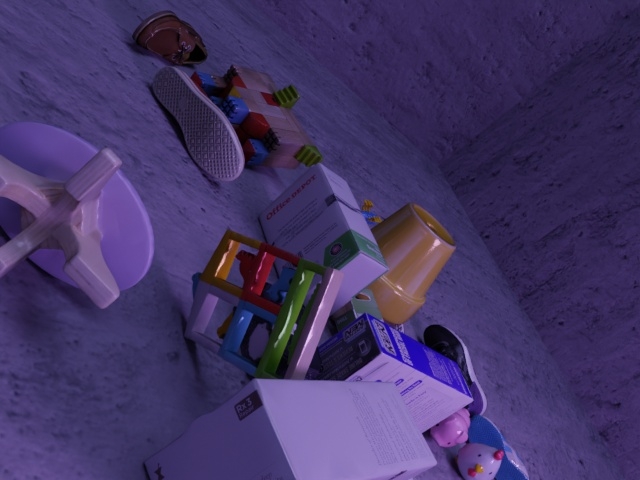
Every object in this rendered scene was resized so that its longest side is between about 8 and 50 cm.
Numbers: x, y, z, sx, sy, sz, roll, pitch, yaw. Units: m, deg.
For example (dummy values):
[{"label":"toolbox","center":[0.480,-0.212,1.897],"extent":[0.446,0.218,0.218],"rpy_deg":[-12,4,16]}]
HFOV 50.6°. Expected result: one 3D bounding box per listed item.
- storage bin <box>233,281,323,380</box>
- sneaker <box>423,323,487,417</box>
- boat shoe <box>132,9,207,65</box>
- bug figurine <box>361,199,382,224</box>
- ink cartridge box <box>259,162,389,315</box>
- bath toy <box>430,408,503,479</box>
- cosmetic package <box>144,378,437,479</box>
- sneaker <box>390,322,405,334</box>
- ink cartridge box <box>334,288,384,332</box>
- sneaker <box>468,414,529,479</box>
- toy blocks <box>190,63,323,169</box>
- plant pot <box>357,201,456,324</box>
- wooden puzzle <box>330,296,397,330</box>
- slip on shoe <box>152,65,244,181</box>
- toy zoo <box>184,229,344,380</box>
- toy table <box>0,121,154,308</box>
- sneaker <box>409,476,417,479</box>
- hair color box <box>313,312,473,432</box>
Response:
[{"label":"storage bin","center":[-0.079,0.180,1.249],"extent":[0.122,0.084,0.180],"rpy_deg":[32,26,-41]},{"label":"sneaker","center":[0.347,0.344,1.839],"extent":[0.124,0.107,0.283],"rpy_deg":[17,38,-47]},{"label":"boat shoe","center":[-0.380,-0.526,1.790],"extent":[0.104,0.110,0.307],"rpy_deg":[49,20,-1]},{"label":"bug figurine","center":[0.151,-0.002,2.058],"extent":[0.216,0.072,0.279],"rpy_deg":[13,46,-49]},{"label":"ink cartridge box","center":[0.000,0.000,1.537],"extent":[0.121,0.211,0.289],"rpy_deg":[29,30,-44]},{"label":"bath toy","center":[0.295,0.413,1.573],"extent":[0.151,0.129,0.348],"rpy_deg":[-32,80,-35]},{"label":"cosmetic package","center":[-0.024,0.312,0.957],"extent":[0.385,0.217,0.156],"rpy_deg":[15,40,-55]},{"label":"sneaker","center":[0.194,0.212,1.800],"extent":[0.076,0.065,0.166],"rpy_deg":[37,26,-44]},{"label":"ink cartridge box","center":[0.100,0.213,1.537],"extent":[0.109,0.062,0.209],"rpy_deg":[10,53,-50]},{"label":"sneaker","center":[0.454,0.546,1.752],"extent":[0.229,0.087,0.092],"rpy_deg":[57,13,-4]},{"label":"toy blocks","center":[-0.193,-0.336,1.814],"extent":[0.261,0.191,0.381],"rpy_deg":[-1,53,-51]},{"label":"plant pot","center":[0.205,0.042,1.716],"extent":[0.254,0.239,0.254],"rpy_deg":[39,19,-16]},{"label":"wooden puzzle","center":[0.082,0.150,1.708],"extent":[0.238,0.044,0.221],"rpy_deg":[26,32,-40]},{"label":"slip on shoe","center":[-0.272,-0.273,1.586],"extent":[0.331,0.123,0.101],"rpy_deg":[53,16,20]},{"label":"toy zoo","center":[-0.110,0.096,1.055],"extent":[0.293,0.192,0.030],"rpy_deg":[20,-4,41]},{"label":"toy table","center":[-0.346,-0.032,0.877],"extent":[0.274,0.252,0.161],"rpy_deg":[37,6,-8]},{"label":"sneaker","center":[0.124,0.429,1.269],"extent":[0.115,0.090,0.232],"rpy_deg":[46,11,8]},{"label":"hair color box","center":[0.139,0.287,1.376],"extent":[0.339,0.185,0.110],"rpy_deg":[32,27,-42]}]
